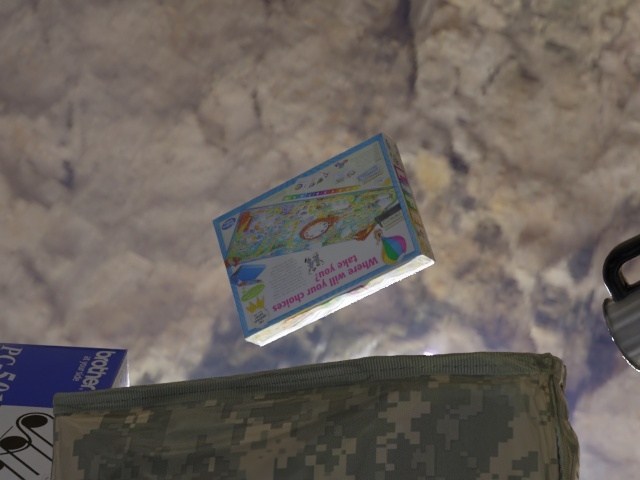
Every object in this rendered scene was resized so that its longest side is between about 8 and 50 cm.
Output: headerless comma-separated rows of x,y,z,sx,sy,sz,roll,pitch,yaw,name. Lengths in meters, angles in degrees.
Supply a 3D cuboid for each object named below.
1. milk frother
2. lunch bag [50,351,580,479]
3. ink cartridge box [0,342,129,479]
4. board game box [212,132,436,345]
0.364,0.045,1.532,0.134,0.143,0.129,-31,-106,27,milk frother
0.008,0.190,0.795,0.287,0.235,0.169,-8,-22,23,lunch bag
-0.192,0.133,0.994,0.097,0.207,0.046,2,-68,4,ink cartridge box
0.000,0.000,1.132,0.154,0.103,0.026,-26,-26,20,board game box
